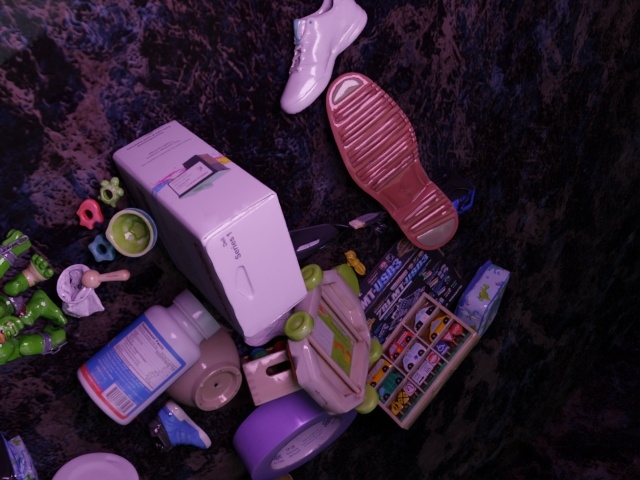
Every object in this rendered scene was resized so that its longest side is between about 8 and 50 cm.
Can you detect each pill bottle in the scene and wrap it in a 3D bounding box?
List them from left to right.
[{"bbox_3d":[-0.411,0.535,1.136,0.152,0.152,0.272,-12,124,-38],"label":"pill bottle"},{"bbox_3d":[-0.279,0.187,1.045,0.221,0.124,0.124,-41,137,-14],"label":"pill bottle"}]

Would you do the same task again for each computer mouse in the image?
[{"bbox_3d":[0.000,0.000,1.135,0.261,0.184,0.060,-13,91,-37],"label":"computer mouse"}]

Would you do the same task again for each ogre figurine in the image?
[{"bbox_3d":[-0.430,0.096,0.872,0.118,0.096,0.197,-40,156,-41],"label":"ogre figurine"}]

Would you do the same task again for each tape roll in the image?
[{"bbox_3d":[-0.052,0.409,1.374,0.274,0.090,0.275,-28,151,-18],"label":"tape roll"}]

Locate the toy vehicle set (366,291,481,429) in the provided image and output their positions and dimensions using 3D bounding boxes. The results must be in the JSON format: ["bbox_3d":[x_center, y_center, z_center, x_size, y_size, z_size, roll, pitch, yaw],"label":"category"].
[{"bbox_3d":[0.219,0.271,1.428,0.267,0.166,0.035,-52,139,0],"label":"toy vehicle set"}]

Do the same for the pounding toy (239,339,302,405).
[{"bbox_3d":[-0.071,0.245,1.274,0.180,0.206,0.094,-18,88,-13],"label":"pounding toy"}]

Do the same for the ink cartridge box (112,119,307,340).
[{"bbox_3d":[-0.158,-0.021,0.898,0.117,0.278,0.202,-35,136,-20],"label":"ink cartridge box"}]

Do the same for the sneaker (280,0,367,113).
[{"bbox_3d":[-0.017,-0.308,1.003,0.094,0.080,0.212,35,84,-37],"label":"sneaker"}]

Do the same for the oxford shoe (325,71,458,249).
[{"bbox_3d":[0.117,-0.150,1.196,0.140,0.146,0.397,-34,120,1],"label":"oxford shoe"}]

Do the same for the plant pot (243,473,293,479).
[{"bbox_3d":[-0.169,0.650,1.530,0.236,0.032,0.237,-24,132,-30],"label":"plant pot"}]

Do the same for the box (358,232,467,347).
[{"bbox_3d":[0.198,0.148,1.501,0.296,0.073,0.293,-51,138,-2],"label":"box"}]

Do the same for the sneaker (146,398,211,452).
[{"bbox_3d":[-0.280,0.382,1.223,0.084,0.058,0.152,-45,134,-19],"label":"sneaker"}]

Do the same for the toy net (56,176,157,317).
[{"bbox_3d":[-0.332,0.025,0.910,0.232,0.122,0.045,-48,-176,19],"label":"toy net"}]

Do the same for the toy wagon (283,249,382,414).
[{"bbox_3d":[0.034,0.166,1.242,0.068,0.345,0.267,-19,127,26],"label":"toy wagon"}]

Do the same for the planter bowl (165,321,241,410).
[{"bbox_3d":[-0.212,0.242,1.155,0.162,0.109,0.162,-23,130,-31],"label":"planter bowl"}]

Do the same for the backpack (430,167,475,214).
[{"bbox_3d":[0.270,-0.084,1.392,0.120,0.098,0.101,-27,136,-28],"label":"backpack"}]

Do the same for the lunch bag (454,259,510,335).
[{"bbox_3d":[0.428,0.171,1.680,0.176,0.090,0.219,-45,153,-30],"label":"lunch bag"}]

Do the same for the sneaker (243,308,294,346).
[{"bbox_3d":[-0.084,0.162,1.263,0.152,0.053,0.061,-18,125,-33],"label":"sneaker"}]

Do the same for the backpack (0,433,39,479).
[{"bbox_3d":[-0.493,0.376,0.988,0.084,0.105,0.115,-17,132,-34],"label":"backpack"}]
